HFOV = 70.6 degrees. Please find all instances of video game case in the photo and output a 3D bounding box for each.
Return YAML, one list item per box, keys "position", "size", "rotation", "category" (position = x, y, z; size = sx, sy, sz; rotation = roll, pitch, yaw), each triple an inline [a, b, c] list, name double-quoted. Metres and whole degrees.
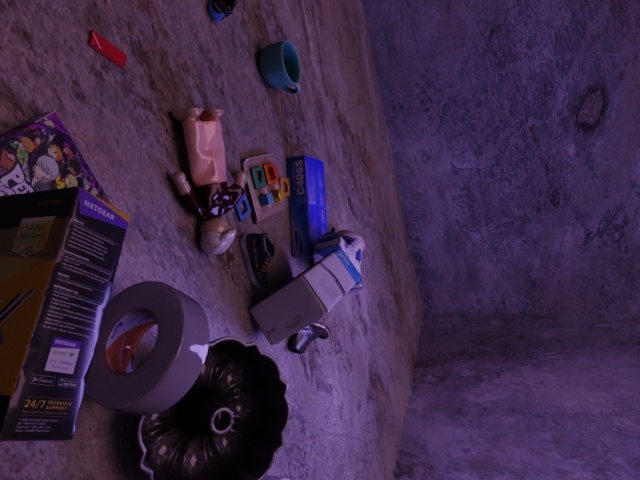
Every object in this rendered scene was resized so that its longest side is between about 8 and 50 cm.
- position: [-0.433, -0.057, 0.716]
  size: [0.210, 0.041, 0.232]
  rotation: [-74, 151, -53]
  category: "video game case"

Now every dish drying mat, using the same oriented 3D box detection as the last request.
- position: [-0.412, -0.370, 0.878]
  size: [0.083, 0.008, 0.032]
  rotation: [27, 61, -63]
  category: "dish drying mat"

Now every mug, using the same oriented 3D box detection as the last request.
- position: [-0.132, -0.542, 1.437]
  size: [0.129, 0.097, 0.158]
  rotation: [-43, 126, -61]
  category: "mug"

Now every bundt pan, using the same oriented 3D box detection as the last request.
- position: [-0.230, 0.362, 0.942]
  size: [0.330, 0.124, 0.332]
  rotation: [5, 83, -37]
  category: "bundt pan"

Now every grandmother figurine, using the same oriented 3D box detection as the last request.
- position: [-0.263, -0.136, 1.089]
  size: [0.207, 0.104, 0.343]
  rotation: [-11, 101, -39]
  category: "grandmother figurine"

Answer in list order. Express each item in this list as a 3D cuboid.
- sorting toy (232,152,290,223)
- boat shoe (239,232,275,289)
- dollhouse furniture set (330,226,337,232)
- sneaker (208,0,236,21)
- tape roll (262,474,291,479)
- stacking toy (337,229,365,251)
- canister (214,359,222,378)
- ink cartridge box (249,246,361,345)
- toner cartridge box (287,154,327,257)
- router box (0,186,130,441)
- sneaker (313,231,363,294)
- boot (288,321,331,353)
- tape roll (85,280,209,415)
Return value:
- position: [-0.160, -0.164, 1.381]
  size: [0.347, 0.047, 0.196]
  rotation: [-37, 120, -63]
  category: "sorting toy"
- position: [-0.165, 0.062, 1.290]
  size: [0.065, 0.083, 0.184]
  rotation: [-58, 138, -53]
  category: "boat shoe"
- position: [0.000, 0.000, 1.702]
  size: [0.081, 0.090, 0.115]
  rotation: [31, 60, -44]
  category: "dollhouse furniture set"
- position: [-0.246, -0.670, 1.216]
  size: [0.067, 0.078, 0.188]
  rotation: [44, 46, -57]
  category: "sneaker"
- position: [-0.171, 0.691, 1.079]
  size: [0.246, 0.168, 0.247]
  rotation: [-3, 90, -67]
  category: "tape roll"
- position: [0.075, 0.118, 1.788]
  size: [0.141, 0.141, 0.331]
  rotation: [64, 35, -41]
  category: "stacking toy"
- position: [-0.248, 0.346, 1.072]
  size: [0.126, 0.073, 0.170]
  rotation: [24, 67, -63]
  category: "canister"
- position: [-0.036, 0.160, 1.370]
  size: [0.129, 0.223, 0.307]
  rotation: [56, 26, 1]
  category: "ink cartridge box"
- position: [-0.042, -0.116, 1.610]
  size: [0.165, 0.075, 0.349]
  rotation: [-2, 88, -66]
  category: "toner cartridge box"
- position: [-0.382, 0.077, 0.503]
  size: [0.081, 0.308, 0.243]
  rotation: [46, 45, -59]
  category: "router box"
- position: [0.072, 0.046, 1.632]
  size: [0.316, 0.127, 0.182]
  rotation: [59, 29, -48]
  category: "sneaker"
- position: [-0.043, 0.342, 1.562]
  size: [0.198, 0.076, 0.137]
  rotation: [40, 54, -42]
  category: "boot"
- position: [-0.304, 0.183, 0.783]
  size: [0.072, 0.219, 0.220]
  rotation: [50, 42, -53]
  category: "tape roll"
